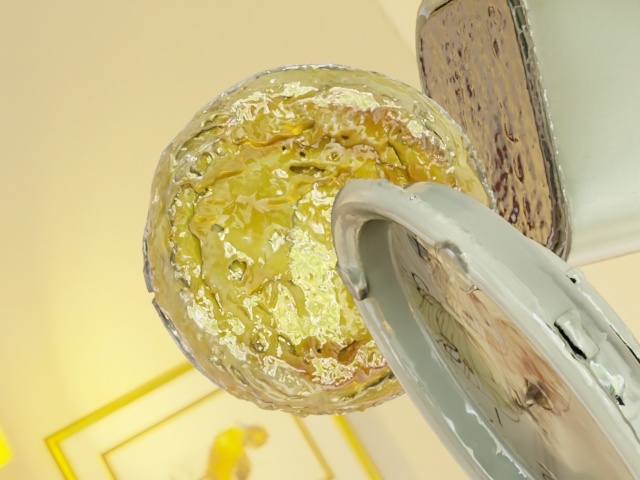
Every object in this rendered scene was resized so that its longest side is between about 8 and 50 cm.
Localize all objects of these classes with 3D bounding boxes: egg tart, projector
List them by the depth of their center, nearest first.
[{"bbox_3d":[0.000,0.000,0.862,0.234,0.234,0.094,62,3,-2],"label":"egg tart"},{"bbox_3d":[0.244,-0.116,1.087,0.248,0.249,0.248,172,-94,-76],"label":"projector"}]

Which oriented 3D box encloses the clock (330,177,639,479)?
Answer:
[{"bbox_3d":[0.091,0.063,0.547,0.236,0.053,0.236,50,-13,15],"label":"clock"}]
